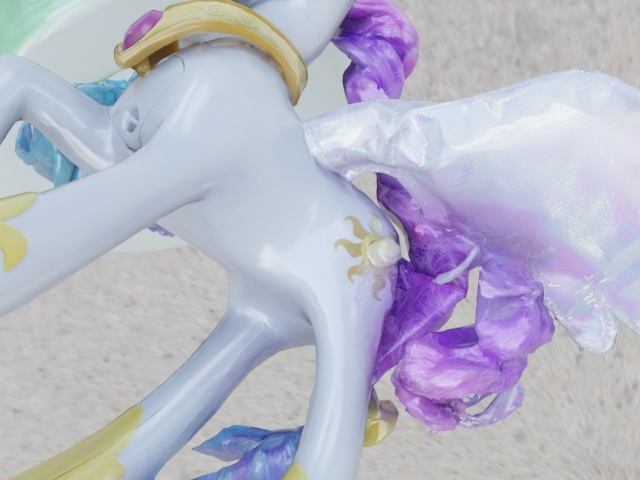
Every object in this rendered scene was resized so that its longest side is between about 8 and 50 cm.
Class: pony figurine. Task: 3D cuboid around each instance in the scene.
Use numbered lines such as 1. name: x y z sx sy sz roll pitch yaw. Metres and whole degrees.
1. pony figurine: 0.000 0.000 0.705 0.351 0.303 0.363 50 50 -19

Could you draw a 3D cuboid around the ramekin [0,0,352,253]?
1. ramekin: -0.118 -0.129 1.093 0.303 0.303 0.148 -26 52 6
